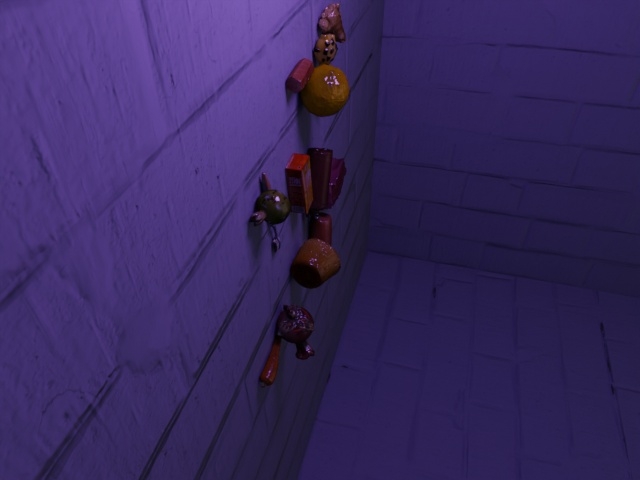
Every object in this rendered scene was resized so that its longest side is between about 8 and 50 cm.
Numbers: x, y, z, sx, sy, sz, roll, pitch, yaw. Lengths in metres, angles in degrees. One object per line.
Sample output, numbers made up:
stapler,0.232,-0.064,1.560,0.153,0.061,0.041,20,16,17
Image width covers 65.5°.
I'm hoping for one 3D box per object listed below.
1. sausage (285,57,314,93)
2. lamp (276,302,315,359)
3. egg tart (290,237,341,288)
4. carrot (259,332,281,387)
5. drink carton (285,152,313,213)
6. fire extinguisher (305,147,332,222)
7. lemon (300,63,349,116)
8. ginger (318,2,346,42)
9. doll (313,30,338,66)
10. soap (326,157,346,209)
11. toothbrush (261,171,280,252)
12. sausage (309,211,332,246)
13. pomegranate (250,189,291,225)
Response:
sausage,-0.064,-0.566,1.685,0.065,0.065,0.169,87,17,-46
lamp,-0.089,0.364,2.036,0.215,0.151,0.223,61,2,29
egg tart,-0.027,0.111,2.112,0.147,0.202,0.203,-53,151,-47
carrot,-0.185,0.471,1.978,0.257,0.061,0.061,-71,165,-44
drink carton,-0.078,-0.213,1.889,0.223,0.071,0.096,85,19,-47
fire extinguisher,-0.019,-0.224,2.113,0.147,0.106,0.337,-118,-147,-68
lemon,0.017,-0.539,1.796,0.193,0.180,0.181,-38,-159,42
ginger,0.047,-0.851,1.940,0.205,0.081,0.115,-9,95,-71
doll,0.015,-0.658,1.938,0.117,0.086,0.291,-16,126,-31
soap,0.041,-0.283,2.301,0.289,0.112,0.182,-63,162,-58
toothbrush,-0.167,-0.088,1.678,0.375,0.028,0.037,86,25,-48
sausage,0.000,0.000,2.332,0.113,0.113,0.259,-59,155,-59
pomegranate,-0.159,-0.094,1.549,0.142,0.114,0.115,-41,147,-31
